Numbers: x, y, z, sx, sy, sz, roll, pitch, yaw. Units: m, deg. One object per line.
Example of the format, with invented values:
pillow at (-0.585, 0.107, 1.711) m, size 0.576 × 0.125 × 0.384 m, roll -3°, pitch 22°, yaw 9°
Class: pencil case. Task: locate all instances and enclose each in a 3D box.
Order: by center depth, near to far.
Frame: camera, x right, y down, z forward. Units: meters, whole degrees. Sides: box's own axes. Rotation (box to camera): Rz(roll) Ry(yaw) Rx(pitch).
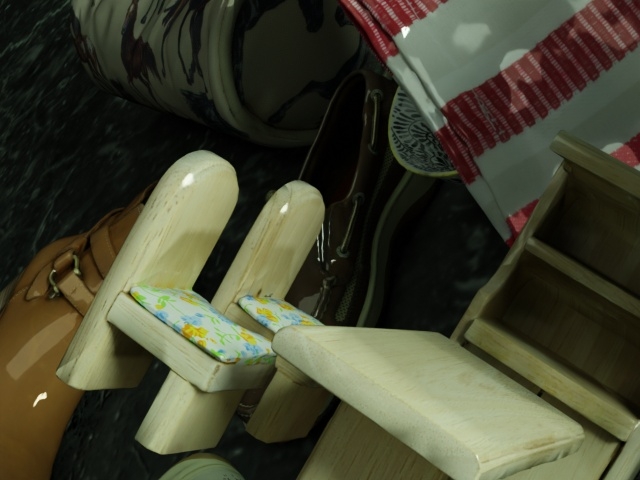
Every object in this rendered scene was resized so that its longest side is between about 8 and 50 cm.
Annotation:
pencil case at (-0.086, -0.188, 1.030) m, size 0.410 × 0.160 × 0.183 m, roll 26°, pitch 93°, yaw 59°

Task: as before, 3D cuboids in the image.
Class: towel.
towel at (0.142, -0.127, 0.587) m, size 0.237 × 0.037 × 0.329 m, roll -39°, pitch 70°, yaw 22°

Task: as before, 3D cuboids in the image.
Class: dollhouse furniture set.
dollhouse furniture set at (0.075, 0.038, 0.448) m, size 0.212 × 0.242 × 0.161 m, roll 33°, pitch 99°, yaw 23°

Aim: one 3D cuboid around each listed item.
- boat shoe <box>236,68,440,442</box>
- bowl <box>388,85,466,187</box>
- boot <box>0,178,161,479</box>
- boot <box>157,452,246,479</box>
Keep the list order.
boat shoe at (-0.005, 0.000, 0.778) m, size 0.095 × 0.095 × 0.257 m, roll -7°, pitch 51°, yaw 50°
bowl at (0.129, -0.085, 0.709) m, size 0.170 × 0.080 × 0.170 m, roll -33°, pitch 34°, yaw 26°
boot at (-0.189, 0.082, 0.948) m, size 0.220 × 0.109 × 0.283 m, roll -36°, pitch 26°, yaw 16°
boot at (-0.085, 0.234, 0.651) m, size 0.213 × 0.077 × 0.165 m, roll -52°, pitch 32°, yaw -9°
